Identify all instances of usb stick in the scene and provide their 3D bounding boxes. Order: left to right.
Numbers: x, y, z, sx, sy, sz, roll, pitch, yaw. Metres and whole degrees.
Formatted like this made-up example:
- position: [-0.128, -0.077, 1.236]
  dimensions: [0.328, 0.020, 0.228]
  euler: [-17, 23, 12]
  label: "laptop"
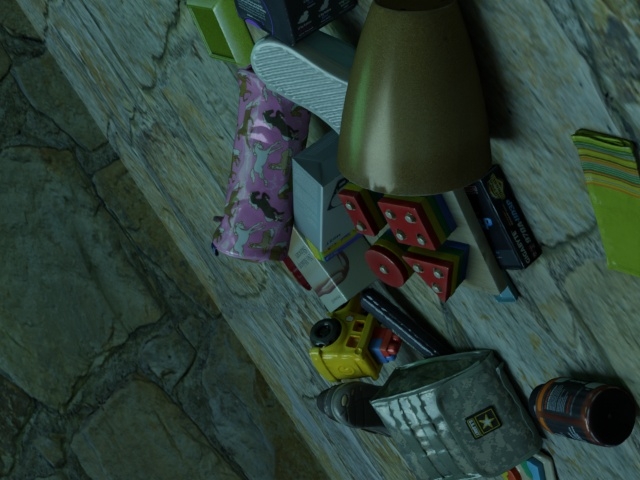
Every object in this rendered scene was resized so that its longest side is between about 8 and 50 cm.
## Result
- position: [0.198, 0.204, 2.204]
  dimensions: [0.278, 0.045, 0.077]
  euler: [39, 158, 18]
  label: "usb stick"

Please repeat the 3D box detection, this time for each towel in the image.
- position: [0.414, -0.043, 1.388]
  dimensions: [0.102, 0.021, 0.237]
  euler: [27, 147, 54]
  label: "towel"

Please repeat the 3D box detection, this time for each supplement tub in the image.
- position: [0.444, 0.292, 1.736]
  dimensions: [0.106, 0.106, 0.198]
  euler: [59, 160, -11]
  label: "supplement tub"

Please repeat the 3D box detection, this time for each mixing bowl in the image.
- position: [-0.038, 0.020, 2.408]
  dimensions: [0.181, 0.098, 0.181]
  euler: [51, 168, 16]
  label: "mixing bowl"

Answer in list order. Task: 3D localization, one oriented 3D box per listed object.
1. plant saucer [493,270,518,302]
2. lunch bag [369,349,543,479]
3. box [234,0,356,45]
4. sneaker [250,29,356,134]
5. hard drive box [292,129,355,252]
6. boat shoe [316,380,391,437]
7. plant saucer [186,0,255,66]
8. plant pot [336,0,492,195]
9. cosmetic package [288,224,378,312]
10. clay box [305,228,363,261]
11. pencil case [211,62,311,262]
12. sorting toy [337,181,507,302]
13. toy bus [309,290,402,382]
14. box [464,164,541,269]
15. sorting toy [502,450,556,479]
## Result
- position: [0.292, 0.028, 1.794]
  dimensions: [0.192, 0.018, 0.067]
  euler: [59, 160, -7]
  label: "plant saucer"
- position: [0.290, 0.364, 2.074]
  dimensions: [0.287, 0.169, 0.235]
  euler: [-22, 103, 38]
  label: "lunch bag"
- position: [-0.065, -0.480, 1.605]
  dimensions: [0.165, 0.143, 0.270]
  euler: [35, 152, 40]
  label: "box"
- position: [0.066, -0.265, 1.721]
  dimensions: [0.366, 0.150, 0.135]
  euler: [36, 138, -6]
  label: "sneaker"
- position: [0.042, -0.111, 1.905]
  dimensions: [0.089, 0.181, 0.232]
  euler: [45, 159, 22]
  label: "hard drive box"
- position: [0.139, 0.398, 2.387]
  dimensions: [0.355, 0.132, 0.130]
  euler: [24, 166, -38]
  label: "boat shoe"
- position: [-0.217, -0.453, 2.150]
  dimensions: [0.188, 0.045, 0.188]
  euler: [26, 145, 54]
  label: "plant saucer"
- position: [0.138, -0.233, 1.472]
  dimensions: [0.237, 0.237, 0.254]
  euler: [34, 136, 46]
  label: "plant pot"
- position: [0.000, 0.000, 2.257]
  dimensions: [0.296, 0.129, 0.153]
  euler: [53, 159, 5]
  label: "cosmetic package"
- position: [0.005, -0.081, 2.116]
  dimensions: [0.053, 0.127, 0.222]
  euler: [23, 144, 55]
  label: "clay box"
- position: [-0.114, -0.151, 1.985]
  dimensions: [0.160, 0.167, 0.386]
  euler: [-58, -20, -78]
  label: "pencil case"
- position: [0.154, -0.008, 1.700]
  dimensions: [0.257, 0.089, 0.255]
  euler: [14, 141, 49]
  label: "sorting toy"
- position: [0.105, 0.214, 2.330]
  dimensions: [0.211, 0.220, 0.149]
  euler: [-3, 139, 32]
  label: "toy bus"
- position: [0.251, -0.036, 1.697]
  dimensions: [0.220, 0.051, 0.175]
  euler: [0, 123, 58]
  label: "box"
- position: [0.440, 0.499, 2.181]
  dimensions: [0.193, 0.038, 0.208]
  euler: [29, 148, 51]
  label: "sorting toy"
